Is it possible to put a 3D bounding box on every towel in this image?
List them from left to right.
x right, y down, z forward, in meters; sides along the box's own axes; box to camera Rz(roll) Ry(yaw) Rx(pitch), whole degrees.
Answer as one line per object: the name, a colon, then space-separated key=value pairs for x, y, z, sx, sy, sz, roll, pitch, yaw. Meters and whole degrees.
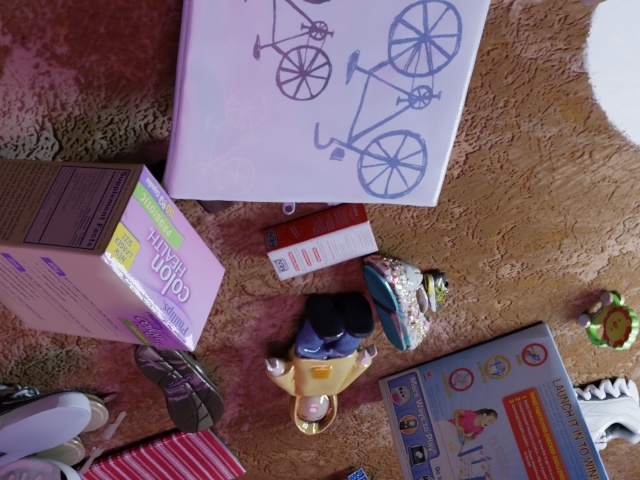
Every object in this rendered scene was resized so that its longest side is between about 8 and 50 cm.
towel: x=-0.294 y=0.411 z=1.767 sx=0.275 sy=0.031 sz=0.199 roll=-21 pitch=139 yaw=6

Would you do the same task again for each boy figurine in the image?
boy figurine: x=-0.006 y=0.198 z=1.541 sx=0.177 sy=0.092 sz=0.285 roll=-2 pitch=137 yaw=-19

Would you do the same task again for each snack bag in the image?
snack bag: x=0.003 y=-0.173 z=1.062 sx=0.343 sy=0.037 sz=0.323 roll=0 pitch=124 yaw=-17

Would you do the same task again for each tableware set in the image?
tableware set: x=-0.402 y=0.300 z=1.588 sx=0.128 sy=0.039 sz=0.194 roll=17 pitch=130 yaw=-26

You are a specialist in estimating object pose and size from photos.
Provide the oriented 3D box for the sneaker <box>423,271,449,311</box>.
sneaker: x=0.178 y=0.078 z=1.492 sx=0.035 sy=0.031 sz=0.083 roll=-15 pitch=142 yaw=1

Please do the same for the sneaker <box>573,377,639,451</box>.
sneaker: x=0.459 y=0.335 z=1.832 sx=0.292 sy=0.118 sz=0.110 roll=-9 pitch=144 yaw=-4

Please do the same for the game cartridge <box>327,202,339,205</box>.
game cartridge: x=0.020 y=-0.079 z=1.262 sx=0.056 sy=0.017 sz=0.083 roll=-19 pitch=142 yaw=12

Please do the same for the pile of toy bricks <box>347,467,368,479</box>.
pile of toy bricks: x=0.024 y=0.524 z=1.965 sx=0.212 sy=0.118 sz=0.105 roll=-32 pitch=170 yaw=-3

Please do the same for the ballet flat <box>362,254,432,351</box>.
ballet flat: x=0.115 y=0.077 z=1.449 sx=0.077 sy=0.091 sz=0.241 roll=-41 pitch=149 yaw=-14

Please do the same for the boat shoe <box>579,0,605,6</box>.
boat shoe: x=0.365 y=-0.352 z=0.972 sx=0.302 sy=0.109 sz=0.098 roll=-38 pitch=97 yaw=28

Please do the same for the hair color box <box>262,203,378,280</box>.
hair color box: x=0.000 y=0.000 z=1.331 sx=0.141 sy=0.043 sz=0.072 roll=-18 pitch=142 yaw=3

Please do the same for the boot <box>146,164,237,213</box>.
boot: x=-0.164 y=-0.058 z=1.220 sx=0.106 sy=0.037 sz=0.114 roll=-26 pitch=145 yaw=18

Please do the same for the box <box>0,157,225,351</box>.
box: x=-0.271 y=0.015 z=1.130 sx=0.243 sy=0.117 sz=0.213 roll=5 pitch=149 yaw=26

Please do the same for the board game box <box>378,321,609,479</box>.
board game box: x=0.277 y=0.324 z=1.606 sx=0.302 sy=0.308 sz=0.086 roll=-20 pitch=143 yaw=9

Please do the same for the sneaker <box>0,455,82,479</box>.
sneaker: x=-0.431 y=0.436 z=1.636 sx=0.323 sy=0.130 sz=0.236 roll=-25 pitch=154 yaw=33

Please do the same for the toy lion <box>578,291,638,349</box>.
toy lion: x=0.470 y=0.138 z=1.604 sx=0.034 sy=0.096 sz=0.100 roll=8 pitch=137 yaw=-26

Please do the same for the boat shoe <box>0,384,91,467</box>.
boat shoe: x=-0.462 y=0.266 z=1.476 sx=0.306 sy=0.104 sz=0.113 roll=-31 pitch=143 yaw=31

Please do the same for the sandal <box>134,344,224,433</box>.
sandal: x=-0.217 y=0.214 z=1.528 sx=0.090 sy=0.060 sz=0.219 roll=-27 pitch=126 yaw=7
